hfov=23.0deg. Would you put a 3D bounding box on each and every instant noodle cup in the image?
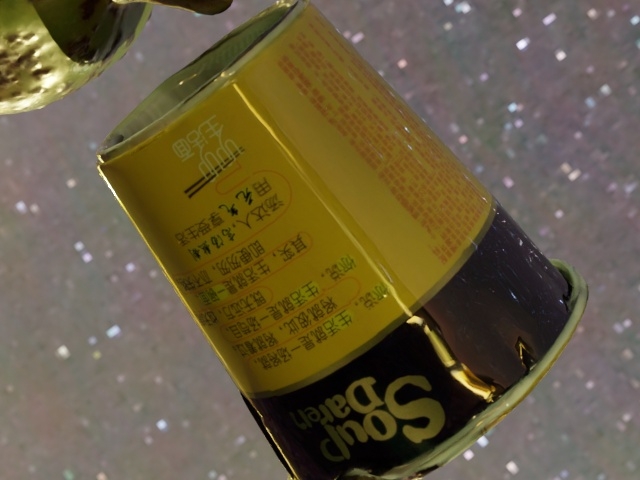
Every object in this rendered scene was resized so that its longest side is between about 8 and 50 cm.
[{"bbox_3d":[0.000,0.000,0.881,0.236,0.215,0.215,51,-22,-13],"label":"instant noodle cup"}]

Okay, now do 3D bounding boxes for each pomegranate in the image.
[{"bbox_3d":[-0.154,-0.167,0.887,0.248,0.202,0.202,10,-44,27],"label":"pomegranate"}]
